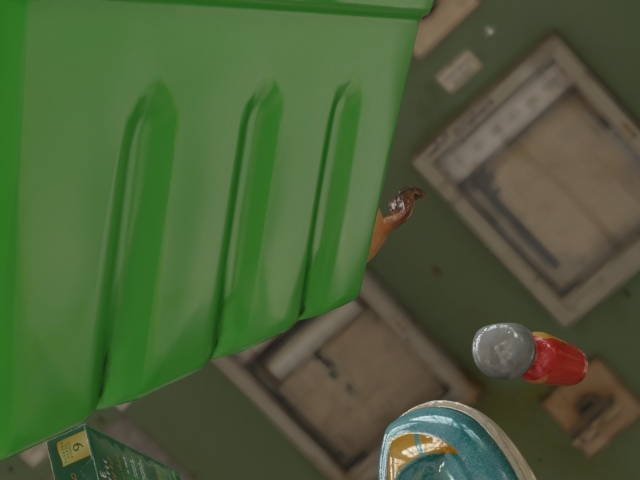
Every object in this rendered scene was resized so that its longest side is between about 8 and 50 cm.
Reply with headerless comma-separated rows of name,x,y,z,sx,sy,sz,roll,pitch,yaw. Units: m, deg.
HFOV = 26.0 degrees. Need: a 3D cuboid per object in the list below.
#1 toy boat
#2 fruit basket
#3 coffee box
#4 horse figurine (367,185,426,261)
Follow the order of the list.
toy boat,0.168,0.231,1.531,0.267,0.148,0.318,45,113,48
fruit basket,-0.134,-0.133,0.522,0.282,0.392,0.392,0,32,23
coffee box,-0.157,0.228,1.145,0.040,0.113,0.184,-24,-26,10
horse figurine,0.000,0.000,1.538,0.263,0.066,0.174,-25,30,0
